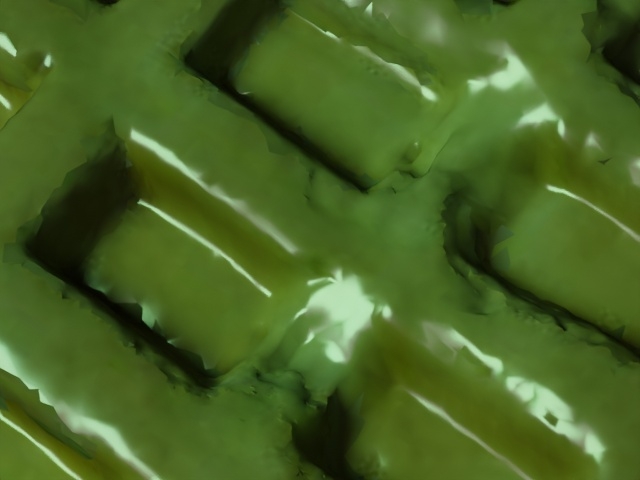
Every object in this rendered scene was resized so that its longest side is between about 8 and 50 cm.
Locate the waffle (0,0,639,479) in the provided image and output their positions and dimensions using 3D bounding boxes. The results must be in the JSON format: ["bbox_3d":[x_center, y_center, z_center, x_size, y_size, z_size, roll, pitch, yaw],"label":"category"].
[{"bbox_3d":[0.000,0.001,0.536,0.304,0.077,0.348,34,74,15],"label":"waffle"}]
